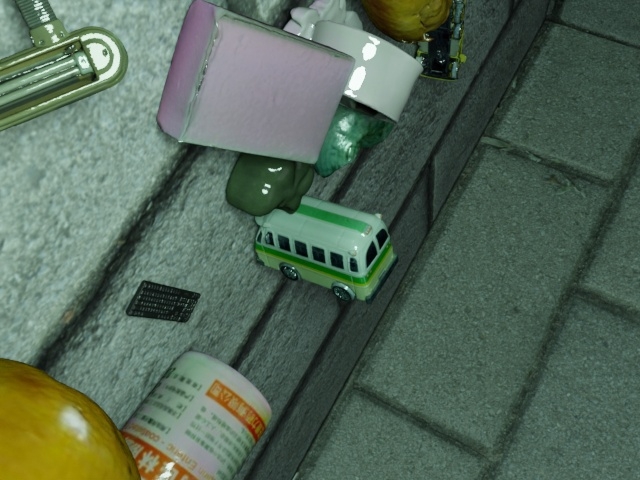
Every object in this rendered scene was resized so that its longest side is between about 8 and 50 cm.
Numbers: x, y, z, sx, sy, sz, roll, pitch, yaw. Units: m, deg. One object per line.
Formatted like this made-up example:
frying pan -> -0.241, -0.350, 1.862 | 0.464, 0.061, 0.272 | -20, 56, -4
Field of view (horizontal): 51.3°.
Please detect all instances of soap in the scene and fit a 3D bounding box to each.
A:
soap -> -0.086, -0.215, 0.948 | 0.259, 0.081, 0.181 | 1, 116, -46

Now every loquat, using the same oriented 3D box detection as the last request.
loquat -> -0.343, 0.275, 0.652 | 0.328, 0.328, 0.328 | -53, 159, -31

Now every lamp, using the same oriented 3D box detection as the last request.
lamp -> -0.300, -0.206, 0.515 | 0.203, 0.124, 0.283 | -38, 158, -13

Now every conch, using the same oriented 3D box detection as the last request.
conch -> 0.060, -0.241, 1.388 | 0.196, 0.134, 0.202 | -28, -172, 30

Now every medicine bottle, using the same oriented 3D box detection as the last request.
medicine bottle -> -0.274, 0.406, 1.178 | 0.388, 0.219, 0.219 | -52, 158, -29

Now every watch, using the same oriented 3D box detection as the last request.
watch -> 0.066, -0.307, 1.148 | 0.244, 0.231, 0.196 | 5, 108, -67

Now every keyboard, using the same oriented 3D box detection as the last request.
keyboard -> -0.262, 0.107, 1.135 | 0.061, 0.013, 0.204 | -63, 162, -3

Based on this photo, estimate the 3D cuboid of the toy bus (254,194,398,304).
toy bus -> 0.000, 0.000, 1.311 | 0.133, 0.276, 0.164 | -54, 148, -32

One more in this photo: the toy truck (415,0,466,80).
toy truck -> 0.313, -0.548, 1.691 | 0.272, 0.124, 0.157 | 77, 32, -58

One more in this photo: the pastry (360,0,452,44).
pastry -> 0.160, -0.527, 1.152 | 0.356, 0.164, 0.356 | 8, 90, -69

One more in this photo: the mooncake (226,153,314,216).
mooncake -> -0.090, -0.104, 1.198 | 0.175, 0.104, 0.168 | -43, 159, -40
